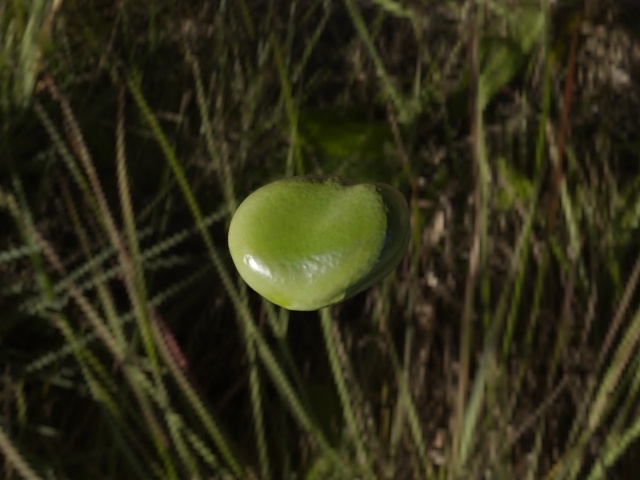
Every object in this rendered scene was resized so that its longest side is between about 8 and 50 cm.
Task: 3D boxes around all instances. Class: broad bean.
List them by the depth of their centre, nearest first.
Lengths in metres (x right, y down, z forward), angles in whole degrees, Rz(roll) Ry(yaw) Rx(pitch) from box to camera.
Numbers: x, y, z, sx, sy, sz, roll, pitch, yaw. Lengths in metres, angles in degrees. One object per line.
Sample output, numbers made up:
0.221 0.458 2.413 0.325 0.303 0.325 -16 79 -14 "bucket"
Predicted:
0.000 0.000 0.798 0.083 0.063 0.045 -6 162 10 "broad bean"
